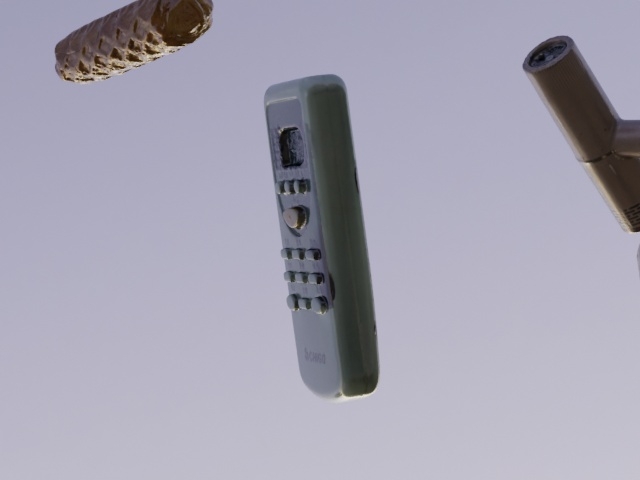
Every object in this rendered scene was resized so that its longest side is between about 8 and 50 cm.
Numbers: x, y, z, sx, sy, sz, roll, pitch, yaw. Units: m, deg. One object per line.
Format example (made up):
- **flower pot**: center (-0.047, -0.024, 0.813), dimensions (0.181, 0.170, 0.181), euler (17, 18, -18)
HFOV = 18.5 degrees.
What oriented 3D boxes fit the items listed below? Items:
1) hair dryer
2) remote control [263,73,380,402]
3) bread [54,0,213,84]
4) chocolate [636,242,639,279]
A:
- **hair dryer**: center (0.305, -0.102, 1.698), dimensions (0.195, 0.220, 0.053), euler (54, -129, -25)
- **remote control**: center (0.000, 0.000, 1.791), dimensions (0.056, 0.140, 0.296), euler (-8, -87, -17)
- **bread**: center (-0.135, -0.146, 1.407), dimensions (0.052, 0.044, 0.157), euler (-30, 10, -41)
- **chocolate**: center (0.458, 0.079, 2.202), dimensions (0.134, 0.134, 0.309), euler (-40, -61, 11)
